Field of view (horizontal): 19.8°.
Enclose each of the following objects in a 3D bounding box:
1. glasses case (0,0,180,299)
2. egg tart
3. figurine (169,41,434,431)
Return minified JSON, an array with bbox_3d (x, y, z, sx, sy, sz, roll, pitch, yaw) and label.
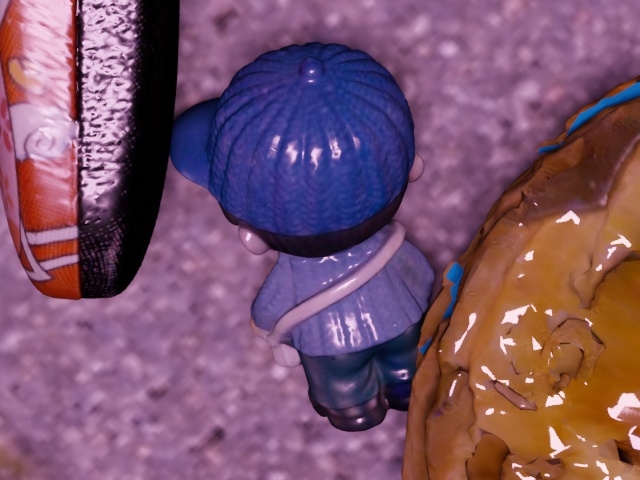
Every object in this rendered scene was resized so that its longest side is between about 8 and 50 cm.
[{"bbox_3d":[-0.081,-0.112,0.623,0.067,0.103,0.266,0,102,-6],"label":"glasses case"},{"bbox_3d":[0.166,0.069,0.677,0.291,0.107,0.290,-6,107,-19],"label":"egg tart"},{"bbox_3d":[0.000,0.000,0.673,0.086,0.087,0.149,-18,112,-5],"label":"figurine"}]
